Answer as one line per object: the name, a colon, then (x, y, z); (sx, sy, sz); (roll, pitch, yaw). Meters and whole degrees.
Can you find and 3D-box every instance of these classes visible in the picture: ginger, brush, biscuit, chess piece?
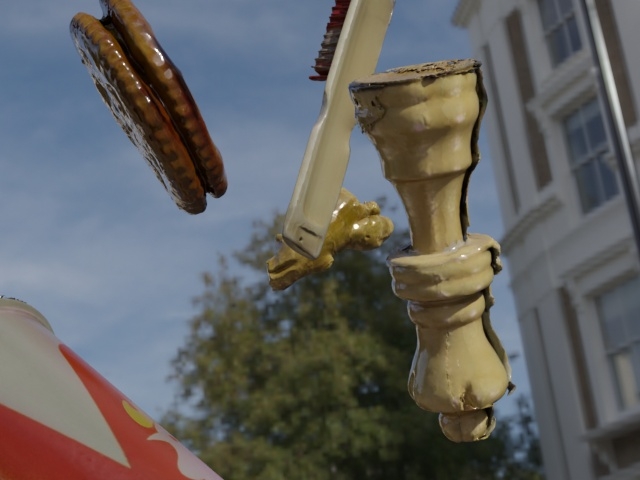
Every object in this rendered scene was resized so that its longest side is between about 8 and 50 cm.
ginger: (-0.001, -0.014, 1.766); (0.205, 0.115, 0.081); (-27, 13, -21)
brush: (0.009, -0.135, 1.286); (0.050, 0.321, 0.060); (-2, -27, 38)
biscuit: (-0.155, -0.125, 1.150); (0.066, 0.220, 0.220); (-33, -21, -8)
chess piece: (0.055, 0.008, 0.558); (0.060, 0.172, 0.060); (-10, 11, 2)

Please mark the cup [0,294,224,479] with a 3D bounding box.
cup: (-0.147, 0.186, 0.802); (0.288, 0.203, 0.203); (30, -7, 27)
